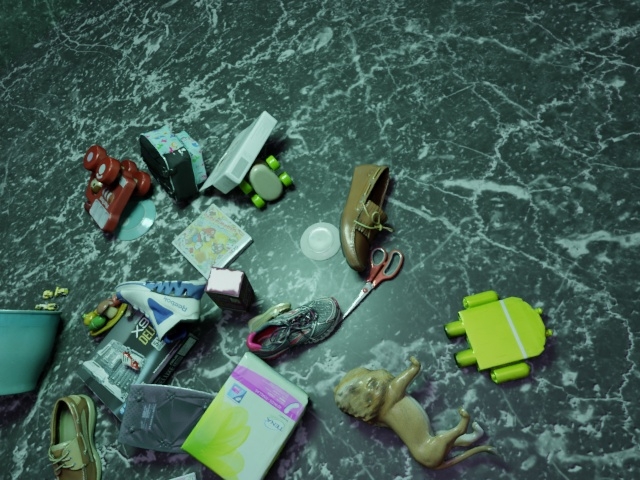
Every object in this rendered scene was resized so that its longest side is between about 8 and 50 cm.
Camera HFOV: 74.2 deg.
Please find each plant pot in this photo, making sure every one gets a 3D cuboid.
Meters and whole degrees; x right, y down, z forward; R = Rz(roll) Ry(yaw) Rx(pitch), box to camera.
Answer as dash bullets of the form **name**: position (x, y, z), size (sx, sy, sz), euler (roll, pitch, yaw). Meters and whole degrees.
- **plant pot**: position (-0.993, 0.348, 1.339), size (0.271, 0.271, 0.255), euler (0, 80, 12)

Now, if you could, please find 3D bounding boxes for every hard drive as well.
- **hard drive**: position (-0.426, 0.504, 1.205), size (0.254, 0.054, 0.172), euler (9, 77, -2)

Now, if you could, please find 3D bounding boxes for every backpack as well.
- **backpack**: position (-0.549, -0.297, 1.561), size (0.253, 0.225, 0.191), euler (35, 54, 29)

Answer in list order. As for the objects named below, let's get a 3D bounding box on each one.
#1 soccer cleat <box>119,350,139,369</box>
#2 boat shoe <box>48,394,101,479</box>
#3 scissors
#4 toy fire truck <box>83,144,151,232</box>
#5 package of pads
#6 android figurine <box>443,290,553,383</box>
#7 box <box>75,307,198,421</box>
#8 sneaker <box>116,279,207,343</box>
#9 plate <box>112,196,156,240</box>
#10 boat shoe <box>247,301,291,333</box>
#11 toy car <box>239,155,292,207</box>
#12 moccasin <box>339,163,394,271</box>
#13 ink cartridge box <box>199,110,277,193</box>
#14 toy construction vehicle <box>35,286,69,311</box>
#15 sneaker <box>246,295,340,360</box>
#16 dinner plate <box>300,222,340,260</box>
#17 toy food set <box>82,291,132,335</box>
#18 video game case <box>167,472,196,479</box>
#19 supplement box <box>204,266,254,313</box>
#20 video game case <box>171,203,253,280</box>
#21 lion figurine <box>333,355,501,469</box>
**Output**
- **soccer cleat**: position (-0.575, 0.367, 1.272), size (0.083, 0.029, 0.036), euler (33, 85, 27)
- **boat shoe**: position (-0.728, 0.611, 1.224), size (0.122, 0.120, 0.324), euler (-22, 63, 1)
- **scissors**: position (0.158, 0.146, 1.310), size (0.109, 0.021, 0.297), euler (23, 70, 19)
- **toy fire truck**: position (-0.806, -0.195, 1.599), size (0.302, 0.169, 0.254), euler (34, 95, 36)
- **package of pads**: position (-0.191, 0.492, 1.149), size (0.229, 0.101, 0.297), euler (34, 76, 5)
- **android figurine**: position (0.491, 0.257, 1.168), size (0.272, 0.056, 0.248), euler (-18, 63, 4)
- **box**: position (-0.573, 0.363, 1.332), size (0.242, 0.076, 0.307), euler (31, 75, 23)
- **sneaker**: position (-0.478, 0.211, 1.258), size (0.315, 0.127, 0.182), euler (-4, 82, 25)
- **plate**: position (-0.717, -0.089, 1.605), size (0.188, 0.024, 0.188), euler (-4, 64, 9)
- **boat shoe**: position (-0.153, 0.242, 1.313), size (0.153, 0.056, 0.048), euler (-27, 64, 2)
- **toy car**: position (-0.216, -0.236, 1.531), size (0.155, 0.149, 0.188), euler (-38, 37, 1)
- **moccasin**: position (0.156, -0.079, 1.356), size (0.146, 0.139, 0.380), euler (-2, 54, 29)
- **ink cartridge box**: position (-0.299, -0.301, 1.537), size (0.261, 0.066, 0.296), euler (-15, 44, 55)
- **toy construction vehicle**: position (-0.961, 0.207, 1.511), size (0.098, 0.035, 0.086), euler (-1, 65, 12)
- **sneaker**: position (-0.076, 0.262, 1.255), size (0.299, 0.112, 0.121), euler (-30, 63, -4)
- **dinner plate**: position (0.000, 0.000, 1.416), size (0.141, 0.017, 0.141), euler (-5, 63, 11)
- **toy food set**: position (-0.706, 0.225, 1.387), size (0.217, 0.071, 0.128), euler (-28, 37, 22)
- **video game case**: position (-0.377, 0.715, 1.161), size (0.087, 0.011, 0.122), euler (-18, 63, 3)
- **supplement box**: position (-0.274, 0.154, 1.295), size (0.104, 0.188, 0.081), euler (9, 66, 4)
- **video game case**: position (-0.382, 0.004, 1.490), size (0.227, 0.026, 0.206), euler (39, 78, 25)
- **lion figurine**: position (0.231, 0.461, 1.084), size (0.240, 0.142, 0.392), euler (-44, 68, -2)
